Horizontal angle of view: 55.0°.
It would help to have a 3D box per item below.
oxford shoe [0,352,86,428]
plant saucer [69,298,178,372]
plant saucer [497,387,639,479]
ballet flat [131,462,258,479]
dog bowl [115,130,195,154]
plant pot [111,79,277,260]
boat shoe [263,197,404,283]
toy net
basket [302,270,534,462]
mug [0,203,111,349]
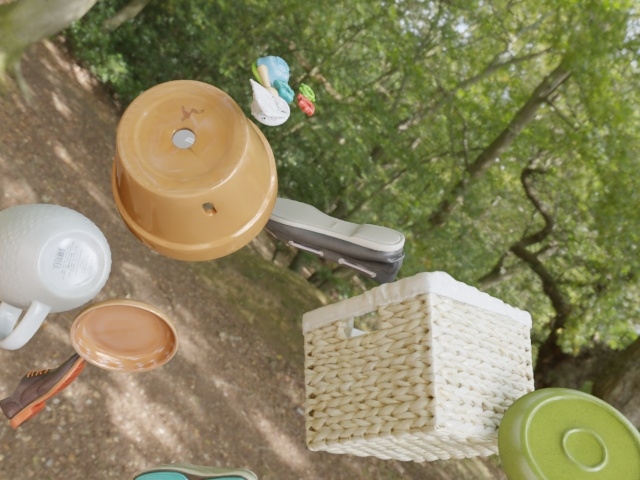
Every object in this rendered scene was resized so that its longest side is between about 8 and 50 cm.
[{"bbox_3d":[-0.740,0.378,1.637,0.098,0.271,0.097,49,-3,3],"label":"oxford shoe"},{"bbox_3d":[-0.373,0.179,1.179,0.200,0.200,0.037,44,25,-34],"label":"plant saucer"},{"bbox_3d":[0.394,0.322,0.933,0.241,0.241,0.037,45,-31,32],"label":"plant saucer"},{"bbox_3d":[-0.237,0.470,1.192,0.249,0.086,0.086,0,-8,9],"label":"ballet flat"},{"bbox_3d":[-0.434,-0.298,1.827,0.349,0.349,0.102,44,27,-63],"label":"dog bowl"},{"bbox_3d":[-0.217,-0.128,1.024,0.291,0.291,0.203,45,-14,9],"label":"plant pot"},{"bbox_3d":[0.000,0.000,1.191,0.335,0.095,0.112,17,27,24],"label":"boat shoe"},{"bbox_3d":[-0.069,-0.225,0.983,0.122,0.045,0.232,46,26,-20],"label":"toy net"},{"bbox_3d":[0.180,0.251,1.134,0.331,0.328,0.266,23,56,-38],"label":"basket"},{"bbox_3d":[-0.692,0.090,1.518,0.328,0.373,0.276,4,-24,48],"label":"mug"}]
